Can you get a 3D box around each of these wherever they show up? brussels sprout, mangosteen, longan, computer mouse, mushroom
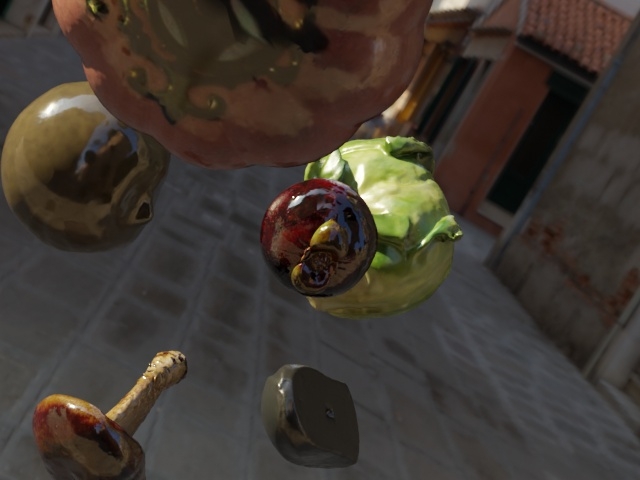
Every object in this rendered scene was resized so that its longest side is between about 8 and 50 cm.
[{"bbox_3d":[0.079,-0.020,1.506,0.259,0.294,0.227,49,-1,29],"label":"brussels sprout"},{"bbox_3d":[0.000,0.000,1.224,0.152,0.152,0.152,29,10,-5],"label":"mangosteen"},{"bbox_3d":[-0.396,-0.123,1.707,0.297,0.297,0.297,29,10,-5],"label":"longan"},{"bbox_3d":[-0.025,0.261,1.482,0.269,0.086,0.138,37,42,-60],"label":"computer mouse"},{"bbox_3d":[-0.231,0.199,1.191,0.148,0.217,0.227,29,-33,9],"label":"mushroom"}]

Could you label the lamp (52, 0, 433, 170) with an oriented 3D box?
[{"bbox_3d":[-0.055,-0.208,0.792,0.305,0.305,0.240,30,29,3],"label":"lamp"}]
